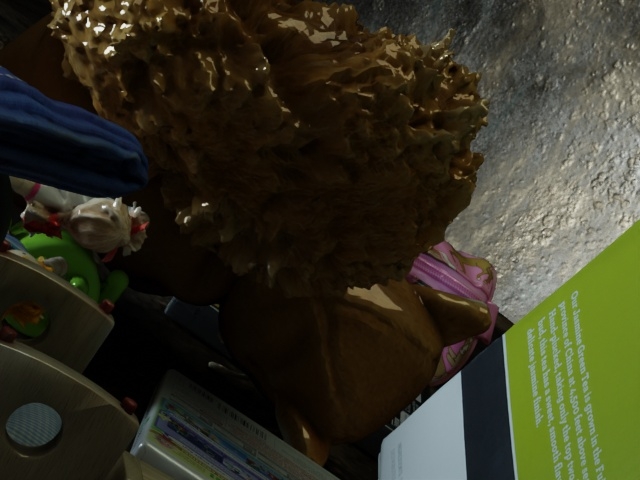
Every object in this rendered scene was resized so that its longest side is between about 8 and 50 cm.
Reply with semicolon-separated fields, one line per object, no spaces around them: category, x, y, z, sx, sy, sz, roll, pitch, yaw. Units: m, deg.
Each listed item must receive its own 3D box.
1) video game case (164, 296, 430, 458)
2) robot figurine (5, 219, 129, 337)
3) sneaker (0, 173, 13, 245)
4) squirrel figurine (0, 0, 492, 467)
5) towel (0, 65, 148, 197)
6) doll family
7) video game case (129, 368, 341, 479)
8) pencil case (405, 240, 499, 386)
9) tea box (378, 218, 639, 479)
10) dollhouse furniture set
video game case;-0.011;0.101;1.506;0.248;0.035;0.275;35;8;-2
robot figurine;-0.179;0.023;1.105;0.101;0.067;0.115;25;9;-17
sneaker;-0.260;-0.037;0.703;0.270;0.090;0.145;3;8;-7
squirrel figurine;-0.046;-0.025;1.177;0.370;0.281;0.397;56;-20;-1
towel;-0.225;-0.124;0.599;0.336;0.040;0.243;35;4;15
doll family;-0.221;-0.017;0.974;0.263;0.118;0.163;27;5;-41
video game case;-0.020;0.166;1.062;0.212;0.023;0.193;35;7;-5
pencil case;0.000;0.000;1.731;0.386;0.160;0.167;33;15;-19
tea box;0.252;0.167;0.880;0.329;0.323;0.220;32;34;-23
dollhouse furniture set;-0.087;0.111;0.682;0.184;0.129;0.129;32;7;-19
